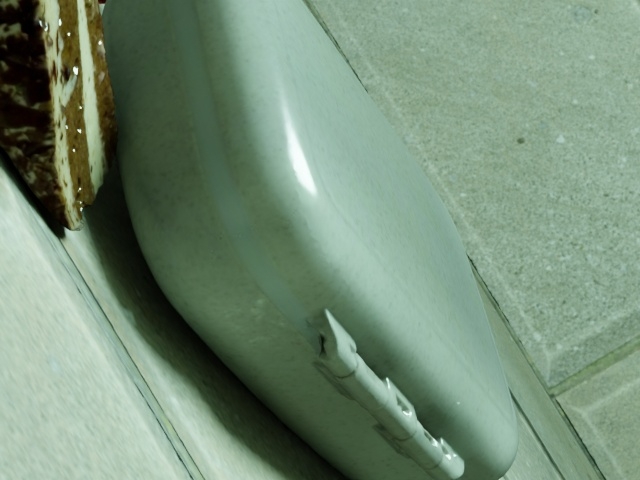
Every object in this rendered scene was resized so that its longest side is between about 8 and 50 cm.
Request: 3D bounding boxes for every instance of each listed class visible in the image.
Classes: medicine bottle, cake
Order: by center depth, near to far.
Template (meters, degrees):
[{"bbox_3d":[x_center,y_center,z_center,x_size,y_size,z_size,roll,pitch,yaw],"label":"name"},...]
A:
[{"bbox_3d":[-0.181,-0.130,0.824,0.112,0.135,0.246,-75,163,-65],"label":"cake"},{"bbox_3d":[0.000,0.000,1.038,0.375,0.123,0.282,48,23,-50],"label":"medicine bottle"}]

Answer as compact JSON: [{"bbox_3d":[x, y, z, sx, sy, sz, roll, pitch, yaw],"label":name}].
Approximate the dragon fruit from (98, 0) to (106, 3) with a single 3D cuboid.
[{"bbox_3d":[-0.150,-0.209,1.153,0.162,0.083,0.106,27,9,-39],"label":"dragon fruit"}]
